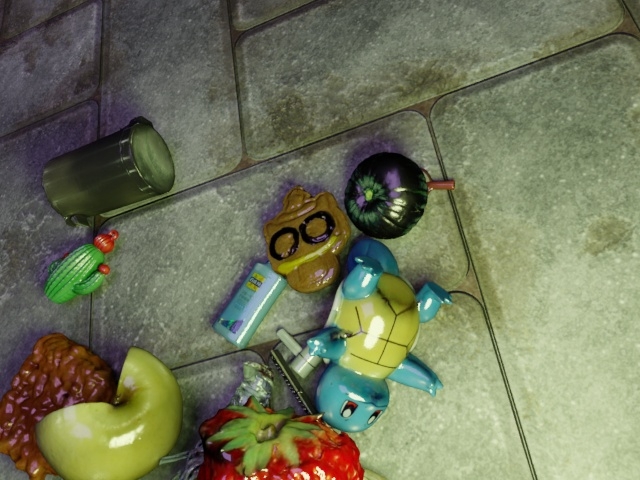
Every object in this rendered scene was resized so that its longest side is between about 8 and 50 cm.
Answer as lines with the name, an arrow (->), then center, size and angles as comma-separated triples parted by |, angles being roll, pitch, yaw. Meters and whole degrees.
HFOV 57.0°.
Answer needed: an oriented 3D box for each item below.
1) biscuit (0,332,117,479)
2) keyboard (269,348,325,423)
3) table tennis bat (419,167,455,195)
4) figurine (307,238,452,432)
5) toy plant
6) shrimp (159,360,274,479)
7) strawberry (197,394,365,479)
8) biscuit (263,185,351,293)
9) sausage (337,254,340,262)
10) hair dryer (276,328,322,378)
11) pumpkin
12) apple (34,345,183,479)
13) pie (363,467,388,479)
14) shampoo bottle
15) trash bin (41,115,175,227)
biscuit -> -0.660, 0.407, 1.454 | 0.318, 0.110, 0.312 | 21, 74, 29
keyboard -> -0.038, 0.327, 1.230 | 0.025, 0.094, 0.230 | -34, 57, -8
table tennis bat -> 0.236, -0.127, 1.371 | 0.154, 0.019, 0.098 | 2, 69, 27
figurine -> 0.099, 0.166, 1.178 | 0.243, 0.297, 0.417 | -23, 50, 52
toy plant -> -0.649, 0.079, 1.614 | 0.240, 0.088, 0.155 | -25, 57, 6
shrimp -> -0.205, 0.453, 1.217 | 0.221, 0.166, 0.411 | 24, 62, 8
strawberry -> -0.065, 0.448, 1.028 | 0.291, 0.310, 0.292 | -6, 25, 3
biscuit -> -0.034, -0.014, 1.343 | 0.208, 0.041, 0.291 | -26, 54, 13
sausage -> 0.000, 0.000, 1.385 | 0.062, 0.062, 0.154 | -26, 58, 10
hair dryer -> -0.051, 0.234, 1.313 | 0.082, 0.047, 0.137 | -48, 51, -4
pumpkin -> 0.147, -0.099, 1.315 | 0.201, 0.140, 0.202 | -2, 88, 45
apple -> -0.427, 0.400, 1.261 | 0.233, 0.258, 0.295 | 40, 45, 13
pie -> 0.040, 0.598, 1.084 | 0.337, 0.075, 0.338 | -8, 64, 18
shampoo bottle -> -0.147, 0.123, 1.392 | 0.103, 0.061, 0.259 | 28, 79, 34
trash bin -> -0.589, -0.187, 1.644 | 0.301, 0.203, 0.252 | -17, 74, 17
